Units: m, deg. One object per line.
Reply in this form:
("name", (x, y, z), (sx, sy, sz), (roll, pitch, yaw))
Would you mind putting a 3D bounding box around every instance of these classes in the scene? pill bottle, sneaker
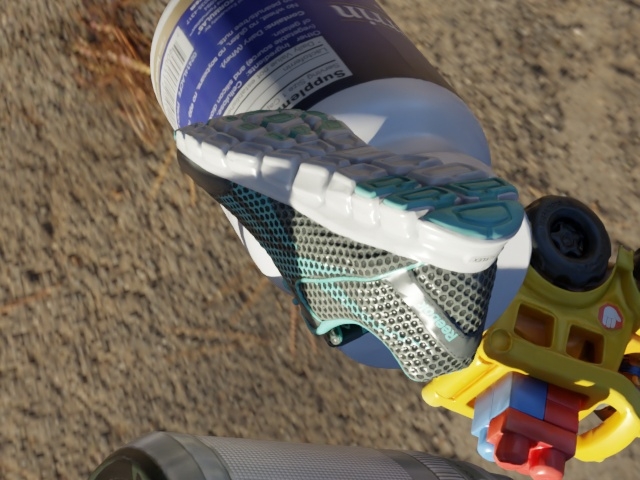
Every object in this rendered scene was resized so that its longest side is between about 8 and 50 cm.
("pill bottle", (0.008, -0.055, 0.879), (0.153, 0.265, 0.153), (-15, 132, -17))
("sneaker", (0.000, 0.000, 0.536), (0.065, 0.166, 0.076), (-12, 115, -35))

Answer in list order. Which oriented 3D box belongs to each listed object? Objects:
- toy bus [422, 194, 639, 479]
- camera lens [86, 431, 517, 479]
("toy bus", (0.190, 0.096, 1.135), (0.220, 0.211, 0.149), (20, 144, -16))
("camera lens", (-0.010, 0.229, 0.875), (0.274, 0.219, 0.219), (8, 111, -28))
